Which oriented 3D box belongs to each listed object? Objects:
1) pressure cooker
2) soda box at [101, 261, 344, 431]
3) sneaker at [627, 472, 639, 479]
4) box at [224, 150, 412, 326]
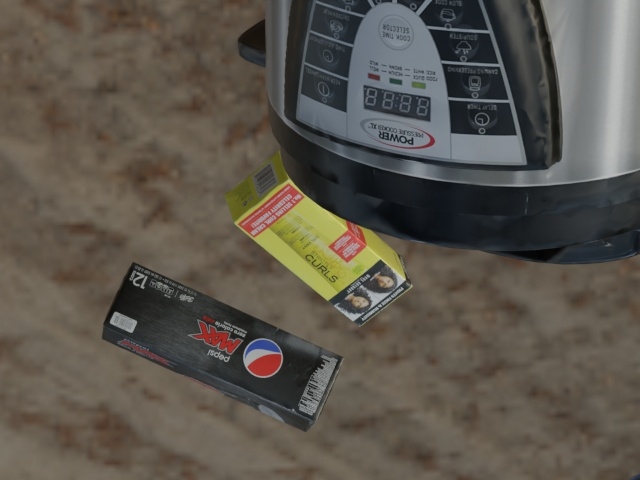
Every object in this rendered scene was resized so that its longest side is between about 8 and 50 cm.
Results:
[{"bbox_3d":[0.141,-0.181,1.469,0.375,0.370,0.420,-8,120,-14],"label":"pressure cooker"},{"bbox_3d":[-0.072,0.078,1.378,0.169,0.053,0.060,25,165,-1],"label":"soda box"},{"bbox_3d":[0.306,0.206,1.611,0.209,0.082,0.069,-30,114,-17],"label":"sneaker"},{"bbox_3d":[0.000,0.000,2.145,0.087,0.058,0.232,-37,128,14],"label":"box"}]
